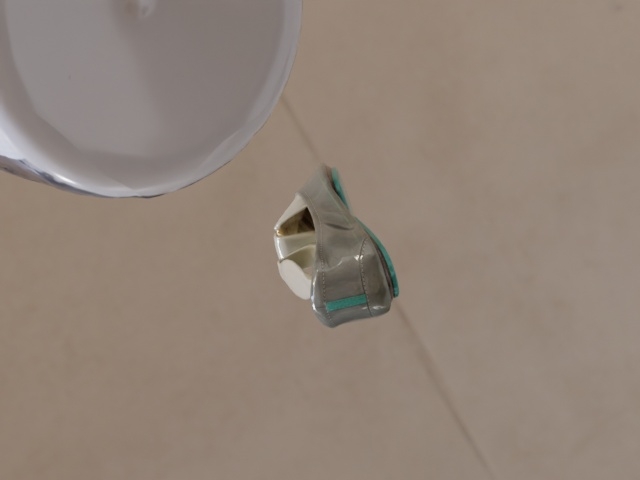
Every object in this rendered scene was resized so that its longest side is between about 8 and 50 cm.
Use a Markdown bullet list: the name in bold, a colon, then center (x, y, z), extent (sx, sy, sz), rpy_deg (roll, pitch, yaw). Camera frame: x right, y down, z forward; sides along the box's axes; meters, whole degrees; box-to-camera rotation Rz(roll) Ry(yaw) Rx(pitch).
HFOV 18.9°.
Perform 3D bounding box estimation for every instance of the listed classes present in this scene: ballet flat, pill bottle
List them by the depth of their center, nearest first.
- **pill bottle**: center (-0.123, -0.093, 0.720), extent (0.245, 0.130, 0.130), rpy_deg (14, 139, 55)
- **ballet flat**: center (0.000, 0.000, 1.311), extent (0.213, 0.068, 0.072), rpy_deg (-117, 9, -69)
